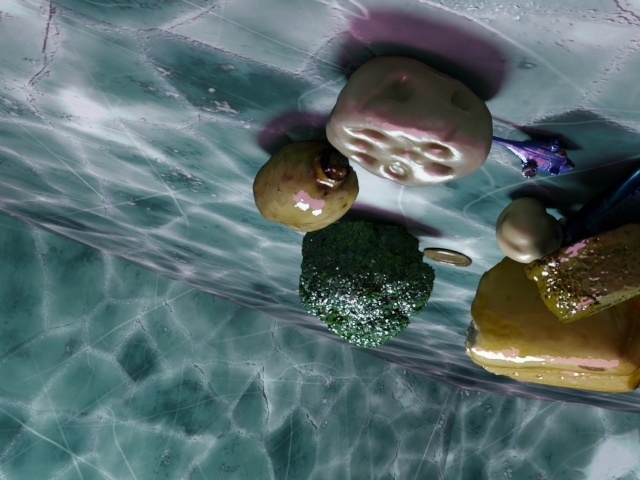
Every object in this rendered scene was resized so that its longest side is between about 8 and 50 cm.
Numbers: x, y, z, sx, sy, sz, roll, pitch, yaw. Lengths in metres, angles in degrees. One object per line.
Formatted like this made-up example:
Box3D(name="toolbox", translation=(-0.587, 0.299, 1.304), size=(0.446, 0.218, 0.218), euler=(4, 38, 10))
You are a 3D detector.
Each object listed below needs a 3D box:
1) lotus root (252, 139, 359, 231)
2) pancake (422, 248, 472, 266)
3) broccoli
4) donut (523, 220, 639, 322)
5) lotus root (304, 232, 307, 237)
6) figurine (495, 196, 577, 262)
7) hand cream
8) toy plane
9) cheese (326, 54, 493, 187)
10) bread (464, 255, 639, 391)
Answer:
Box3D(name="lotus root", translation=(-0.024, -0.093, 1.386), size=(0.160, 0.146, 0.284), euler=(1, 168, -23))
Box3D(name="pancake", translation=(0.291, 0.040, 1.837), size=(0.115, 0.011, 0.115), euler=(15, 166, 4))
Box3D(name="broccoli", translation=(0.097, 0.085, 1.747), size=(0.308, 0.307, 0.275), euler=(12, -168, 8))
Box3D(name="donut", translation=(0.466, 0.052, 1.274), size=(0.272, 0.107, 0.272), euler=(-16, 166, -4))
Box3D(name="lotus root", translation=(0.000, 0.000, 1.867), size=(0.073, 0.062, 0.150), euler=(24, 164, -7))
Box3D(name="figurine", translation=(0.397, -0.007, 1.378), size=(0.196, 0.114, 0.108), euler=(11, 162, -19))
Box3D(name="hand cream", translation=(0.479, -0.056, 1.218), size=(0.120, 0.061, 0.270), euler=(15, 161, -8))
Box3D(name="toy plane", translation=(0.288, -0.132, 1.135), size=(0.167, 0.054, 0.062), euler=(16, 140, -10))
Box3D(name="cheese", translation=(0.111, -0.159, 1.059), size=(0.235, 0.117, 0.218), euler=(7, 162, 32))
Box3D(name="bread", translation=(0.524, 0.162, 1.626), size=(0.394, 0.250, 0.361), euler=(2, 163, 30))
